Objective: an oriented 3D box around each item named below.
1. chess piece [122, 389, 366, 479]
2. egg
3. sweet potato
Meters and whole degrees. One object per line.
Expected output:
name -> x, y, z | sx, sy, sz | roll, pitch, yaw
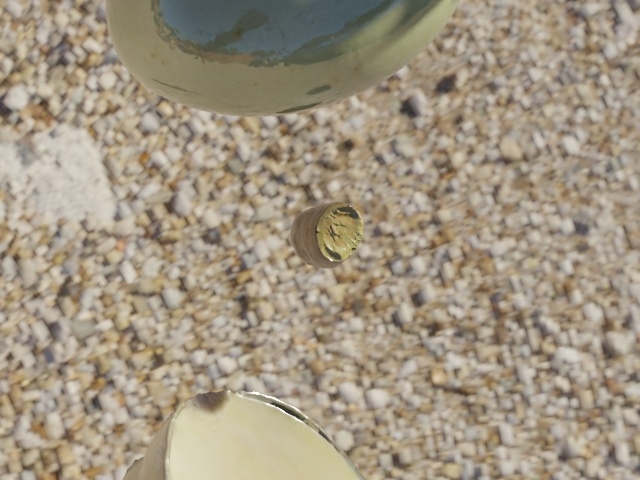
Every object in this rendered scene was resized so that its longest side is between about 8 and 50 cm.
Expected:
chess piece -> -0.100, 0.211, 0.650 | 0.124, 0.307, 0.139 | 20, 27, -41
egg -> -0.018, -0.175, 0.996 | 0.253, 0.188, 0.189 | -32, 93, -17
sweet potato -> 0.000, 0.000, 1.198 | 0.049, 0.117, 0.049 | 3, 81, -16
